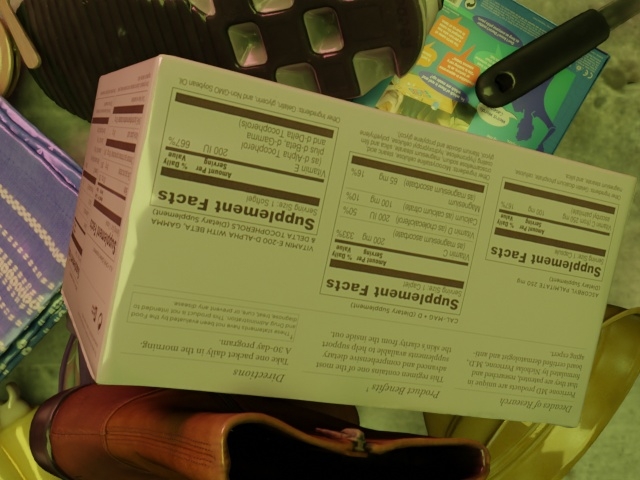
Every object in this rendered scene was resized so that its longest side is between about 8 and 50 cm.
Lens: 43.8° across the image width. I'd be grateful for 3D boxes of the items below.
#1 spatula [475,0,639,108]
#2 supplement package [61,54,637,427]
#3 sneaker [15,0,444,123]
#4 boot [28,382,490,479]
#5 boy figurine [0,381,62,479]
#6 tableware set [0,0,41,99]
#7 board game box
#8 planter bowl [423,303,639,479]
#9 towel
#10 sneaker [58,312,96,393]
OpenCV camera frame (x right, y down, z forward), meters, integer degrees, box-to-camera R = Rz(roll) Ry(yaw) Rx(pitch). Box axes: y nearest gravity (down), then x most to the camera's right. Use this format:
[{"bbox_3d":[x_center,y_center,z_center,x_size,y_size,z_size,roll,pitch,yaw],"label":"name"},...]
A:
[{"bbox_3d":[0.231,-0.176,0.595,0.297,0.030,0.084,-33,94,-13],"label":"spatula"},{"bbox_3d":[0.000,0.000,0.467,0.262,0.204,0.145,11,94,-23],"label":"supplement package"},{"bbox_3d":[-0.067,-0.161,0.599,0.331,0.146,0.122,1,122,21],"label":"sneaker"},{"bbox_3d":[-0.011,0.115,0.492,0.264,0.281,0.096,17,70,-34],"label":"boot"},{"bbox_3d":[-0.276,0.201,0.620,0.177,0.092,0.285,-43,90,-1],"label":"boy figurine"},{"bbox_3d":[-0.288,-0.187,0.619,0.128,0.039,0.194,-28,88,22],"label":"tableware set"},{"bbox_3d":[0.101,-0.089,0.626,0.160,0.047,0.210,30,92,-3],"label":"board game box"},{"bbox_3d":[0.142,0.114,0.594,0.090,0.217,0.217,40,93,34],"label":"planter bowl"},{"bbox_3d":[-0.321,0.035,0.559,0.243,0.040,0.336,41,89,14],"label":"towel"},{"bbox_3d":[-0.154,0.074,0.606,0.095,0.104,0.236,13,94,-2],"label":"sneaker"}]
